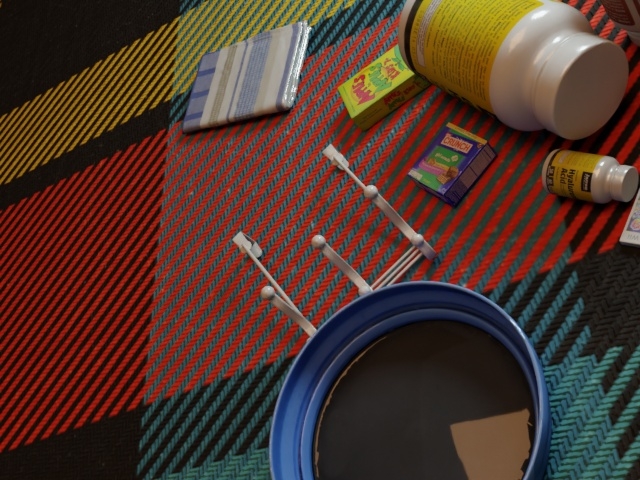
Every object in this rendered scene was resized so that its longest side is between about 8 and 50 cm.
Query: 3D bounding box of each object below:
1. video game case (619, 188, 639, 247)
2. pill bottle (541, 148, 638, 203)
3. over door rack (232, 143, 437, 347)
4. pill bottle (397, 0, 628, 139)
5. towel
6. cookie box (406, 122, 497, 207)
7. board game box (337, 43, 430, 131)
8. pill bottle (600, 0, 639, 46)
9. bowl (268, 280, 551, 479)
[{"bbox_3d":[0.449,-0.043,1.167,0.087,0.011,0.122,12,70,42],"label":"video game case"},{"bbox_3d":[0.366,-0.085,1.222,0.116,0.065,0.065,15,72,43],"label":"pill bottle"},{"bbox_3d":[0.000,0.000,1.417,0.239,0.108,0.324,-44,44,4],"label":"over door rack"},{"bbox_3d":[0.279,-0.276,1.331,0.188,0.188,0.334,-48,44,0],"label":"pill bottle"},{"bbox_3d":[-0.150,-0.321,1.806,0.285,0.034,0.209,-8,59,36],"label":"towel"},{"bbox_3d":[0.202,-0.118,1.388,0.107,0.040,0.092,-50,43,-3],"label":"cookie box"},{"bbox_3d":[0.124,-0.277,1.555,0.181,0.043,0.092,-34,46,14],"label":"board game box"},{"bbox_3d":[0.441,-0.369,1.249,0.121,0.216,0.121,-19,51,26],"label":"pill bottle"},{"bbox_3d":[0.114,0.243,1.176,0.391,0.077,0.391,-18,53,26],"label":"bowl"}]
